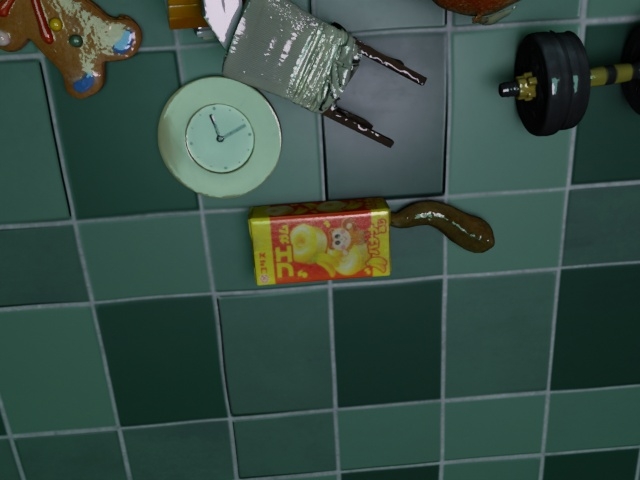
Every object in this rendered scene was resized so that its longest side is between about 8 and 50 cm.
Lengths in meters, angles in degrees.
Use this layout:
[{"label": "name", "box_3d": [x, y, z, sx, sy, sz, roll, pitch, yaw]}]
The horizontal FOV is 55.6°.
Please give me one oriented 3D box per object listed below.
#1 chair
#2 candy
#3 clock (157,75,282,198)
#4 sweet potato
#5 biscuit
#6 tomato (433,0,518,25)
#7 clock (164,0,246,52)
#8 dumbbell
[{"label": "chair", "box_3d": [-0.003, -0.295, 1.035, 0.319, 0.186, 0.160, 21, 110, -18]}, {"label": "candy", "box_3d": [0.000, 0.000, 1.209, 0.275, 0.088, 0.146, -6, 112, -2]}, {"label": "clock", "box_3d": [-0.190, -0.195, 1.157, 0.234, 0.029, 0.235, -1, 109, -2]}, {"label": "sweet potato", "box_3d": [0.251, -0.034, 1.228, 0.232, 0.062, 0.081, 17, 111, -7]}, {"label": "biscuit", "box_3d": [-0.489, -0.399, 1.051, 0.205, 0.049, 0.324, -42, 106, 13]}, {"label": "tomato", "box_3d": [0.262, -0.483, 0.939, 0.303, 0.304, 0.239, 21, 136, -11]}, {"label": "clock", "box_3d": [-0.174, -0.464, 0.953, 0.166, 0.235, 0.310, -10, 124, -15]}, {"label": "dumbbell", "box_3d": [0.510, -0.294, 1.078, 0.388, 0.185, 0.185, -7, 111, 0]}]
